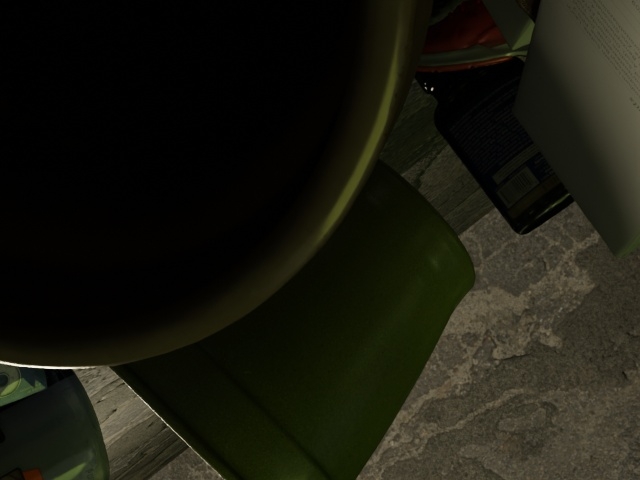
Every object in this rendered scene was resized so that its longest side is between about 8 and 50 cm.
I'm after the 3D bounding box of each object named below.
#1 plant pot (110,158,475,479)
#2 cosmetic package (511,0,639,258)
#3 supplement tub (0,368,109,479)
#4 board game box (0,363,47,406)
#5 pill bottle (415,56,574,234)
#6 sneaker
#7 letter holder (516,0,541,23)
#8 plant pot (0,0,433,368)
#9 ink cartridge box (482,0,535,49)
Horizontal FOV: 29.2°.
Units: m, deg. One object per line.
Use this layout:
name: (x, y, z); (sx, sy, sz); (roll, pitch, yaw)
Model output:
plant pot: (-0.028, 0.087, 1.343); (0.353, 0.366, 0.366); (-46, 172, -10)
cosmetic package: (0.260, -0.143, 0.767); (0.217, 0.156, 0.385); (-33, 168, -7)
supplement tub: (-0.374, 0.226, 1.084); (0.338, 0.207, 0.207); (-29, 169, -35)
board game box: (-0.313, 0.091, 0.752); (0.243, 0.042, 0.165); (-19, -157, -30)
pill bottle: (0.204, -0.125, 1.365); (0.122, 0.219, 0.123); (-34, 171, -6)
sneaker: (0.168, -0.236, 1.169); (0.221, 0.128, 0.087); (-6, -164, 20)
letter holder: (0.195, -0.293, 0.735); (0.302, 0.152, 0.214); (-38, 168, 15)
plant pot: (-0.070, -0.122, 0.428); (0.263, 0.263, 0.229); (-41, -174, 28)
ink cartridge box: (0.271, -0.285, 0.991); (0.283, 0.117, 0.207); (-23, 168, -13)
